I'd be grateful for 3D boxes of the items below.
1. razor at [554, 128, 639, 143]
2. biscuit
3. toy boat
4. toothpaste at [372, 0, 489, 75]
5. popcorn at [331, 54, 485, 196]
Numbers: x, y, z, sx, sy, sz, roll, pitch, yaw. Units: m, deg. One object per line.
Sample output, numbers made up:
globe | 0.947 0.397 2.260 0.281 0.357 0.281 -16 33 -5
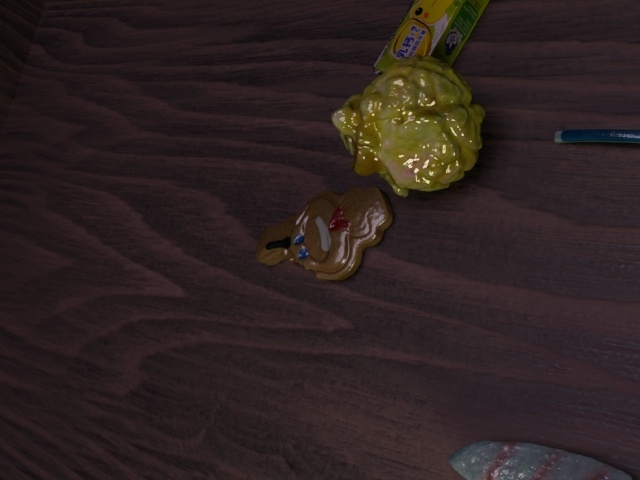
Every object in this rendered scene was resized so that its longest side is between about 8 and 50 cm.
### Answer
razor | 0.452 -0.160 1.090 0.191 0.037 0.068 11 82 40
biscuit | -0.003 -0.008 1.388 0.320 0.047 0.183 -6 68 38
toy boat | 0.309 0.363 0.979 0.282 0.096 0.206 38 93 41
toothpaste | 0.234 -0.433 1.331 0.110 0.077 0.327 33 96 38
popcorn | 0.155 -0.204 1.217 0.259 0.259 0.212 -25 25 29
